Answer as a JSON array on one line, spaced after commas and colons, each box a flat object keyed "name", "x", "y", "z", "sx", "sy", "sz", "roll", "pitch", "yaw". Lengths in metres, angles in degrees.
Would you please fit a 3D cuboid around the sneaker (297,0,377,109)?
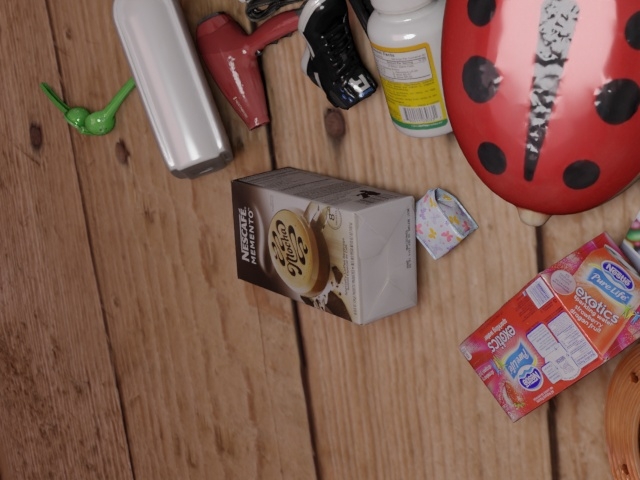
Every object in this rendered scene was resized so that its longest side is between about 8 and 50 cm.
[{"name": "sneaker", "x": 0.035, "y": -0.258, "z": 1.488, "sx": 0.121, "sy": 0.079, "sz": 0.217, "roll": 49, "pitch": 168, "yaw": 13}]

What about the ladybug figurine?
[{"name": "ladybug figurine", "x": 0.277, "y": -0.223, "z": 1.213, "sx": 0.305, "sy": 0.162, "sz": 0.449, "roll": 10, "pitch": 110, "yaw": 19}]

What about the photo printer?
[{"name": "photo printer", "x": -0.235, "y": -0.255, "z": 1.675, "sx": 0.256, "sy": 0.107, "sz": 0.307, "roll": -168, "pitch": 58, "yaw": -87}]

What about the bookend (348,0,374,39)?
[{"name": "bookend", "x": 0.108, "y": -0.363, "z": 1.428, "sx": 0.156, "sy": 0.072, "sz": 0.157, "roll": -31, "pitch": 83, "yaw": 44}]

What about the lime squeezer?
[{"name": "lime squeezer", "x": -0.435, "y": -0.248, "z": 1.979, "sx": 0.310, "sy": 0.059, "sz": 0.110, "roll": 3, "pitch": 106, "yaw": 43}]

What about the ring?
[{"name": "ring", "x": 0.462, "y": 0.276, "z": 1.280, "sx": 0.336, "sy": 0.032, "sz": 0.337, "roll": 41, "pitch": 137, "yaw": 55}]

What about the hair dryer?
[{"name": "hair dryer", "x": -0.101, "y": -0.310, "z": 1.633, "sx": 0.223, "sy": 0.080, "sz": 0.293, "roll": 26, "pitch": 121, "yaw": 33}]

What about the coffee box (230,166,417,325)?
[{"name": "coffee box", "x": 0.000, "y": 0.000, "z": 1.588, "sx": 0.297, "sy": 0.119, "sz": 0.168, "roll": 16, "pitch": 116, "yaw": 49}]

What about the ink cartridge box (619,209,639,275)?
[{"name": "ink cartridge box", "x": 0.457, "y": 0.011, "z": 1.248, "sx": 0.186, "sy": 0.065, "sz": 0.311, "roll": 38, "pitch": 128, "yaw": 28}]

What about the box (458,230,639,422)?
[{"name": "box", "x": 0.296, "y": 0.114, "z": 1.336, "sx": 0.128, "sy": 0.122, "sz": 0.257, "roll": 55, "pitch": 153, "yaw": 13}]

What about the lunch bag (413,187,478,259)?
[{"name": "lunch bag", "x": 0.168, "y": -0.028, "z": 1.503, "sx": 0.083, "sy": 0.053, "sz": 0.071, "roll": 50, "pitch": 134, "yaw": 5}]

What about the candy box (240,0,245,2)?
[{"name": "candy box", "x": -0.045, "y": -0.441, "z": 1.482, "sx": 0.196, "sy": 0.070, "sz": 0.165, "roll": -13, "pitch": 53, "yaw": 44}]

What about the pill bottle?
[{"name": "pill bottle", "x": 0.126, "y": -0.247, "z": 1.372, "sx": 0.117, "sy": 0.117, "sz": 0.208, "roll": 16, "pitch": 140, "yaw": 38}]
